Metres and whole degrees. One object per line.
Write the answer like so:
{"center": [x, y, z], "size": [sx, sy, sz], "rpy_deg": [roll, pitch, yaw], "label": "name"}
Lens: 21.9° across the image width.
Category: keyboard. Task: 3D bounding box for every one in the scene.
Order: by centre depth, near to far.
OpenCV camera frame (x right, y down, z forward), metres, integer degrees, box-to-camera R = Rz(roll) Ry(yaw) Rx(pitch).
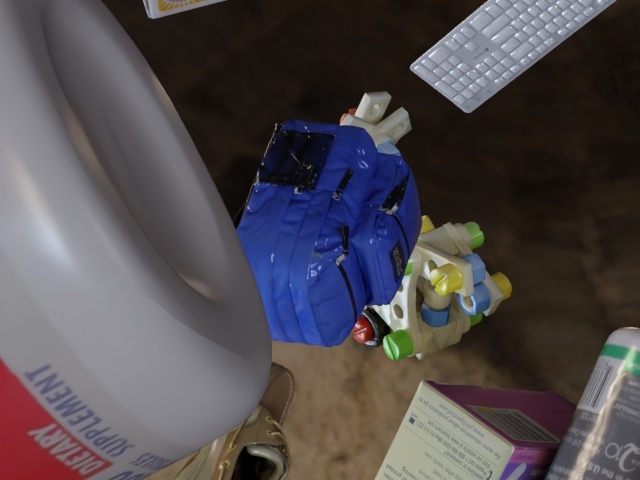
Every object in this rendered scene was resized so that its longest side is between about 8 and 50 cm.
{"center": [0.177, -0.190, 1.415], "size": [0.256, 0.072, 0.014], "rpy_deg": [-37, -151, 47], "label": "keyboard"}

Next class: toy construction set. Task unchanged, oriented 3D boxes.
{"center": [0.073, -0.003, 1.811], "size": [0.151, 0.215, 0.328], "rpy_deg": [-10, -131, -20], "label": "toy construction set"}

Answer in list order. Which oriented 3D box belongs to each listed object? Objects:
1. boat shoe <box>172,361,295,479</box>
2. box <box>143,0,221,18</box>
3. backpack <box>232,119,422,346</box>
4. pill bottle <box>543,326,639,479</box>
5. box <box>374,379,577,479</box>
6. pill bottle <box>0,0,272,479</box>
{"center": [-0.040, 0.119, 0.893], "size": [0.045, 0.050, 0.135], "rpy_deg": [3, -137, 28], "label": "boat shoe"}
{"center": [-0.049, -0.258, 1.219], "size": [0.203, 0.114, 0.103], "rpy_deg": [-16, 150, -9], "label": "box"}
{"center": [0.000, 0.000, 0.972], "size": [0.101, 0.098, 0.120], "rpy_deg": [6, -130, 26], "label": "backpack"}
{"center": [0.262, 0.271, 1.356], "size": [0.204, 0.361, 0.204], "rpy_deg": [24, 175, 2], "label": "pill bottle"}
{"center": [0.145, 0.263, 1.501], "size": [0.213, 0.243, 0.117], "rpy_deg": [11, -162, -48], "label": "box"}
{"center": [-0.244, 0.060, 0.671], "size": [0.407, 0.229, 0.229], "rpy_deg": [-29, -171, 9], "label": "pill bottle"}
